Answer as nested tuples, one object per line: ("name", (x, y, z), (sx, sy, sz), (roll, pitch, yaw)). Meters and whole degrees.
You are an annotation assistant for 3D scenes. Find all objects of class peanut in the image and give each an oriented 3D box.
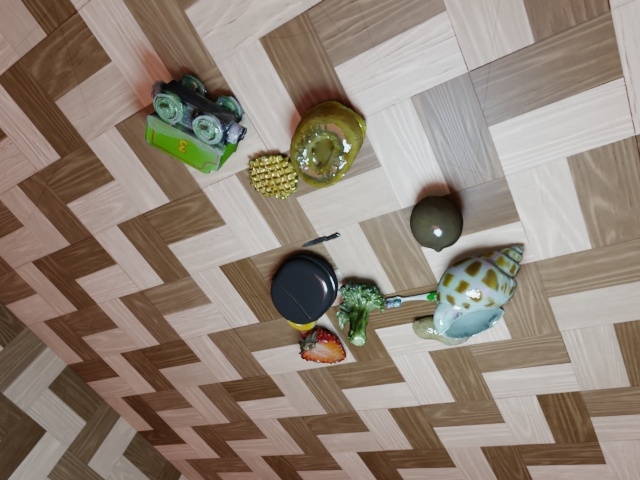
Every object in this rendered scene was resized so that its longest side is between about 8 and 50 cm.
("peanut", (0.458, 0.344, 1.715), (0.214, 0.090, 0.099), (11, 138, 14))

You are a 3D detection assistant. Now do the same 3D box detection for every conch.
("conch", (0.524, 0.166, 1.493), (0.367, 0.197, 0.249), (-33, 113, 33))

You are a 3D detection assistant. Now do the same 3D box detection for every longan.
("longan", (0.362, -0.053, 1.406), (0.189, 0.189, 0.189), (9, 127, 12))

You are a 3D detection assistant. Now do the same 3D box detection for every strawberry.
("strawberry", (0.014, 0.444, 1.938), (0.190, 0.111, 0.236), (-33, 134, 23))

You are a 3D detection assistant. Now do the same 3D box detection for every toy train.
("toy train", (-0.397, -0.362, 1.435), (0.307, 0.174, 0.249), (27, 135, -3))

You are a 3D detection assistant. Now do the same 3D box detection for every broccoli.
("broccoli", (0.116, 0.275, 1.662), (0.198, 0.275, 0.177), (-19, 120, 41))

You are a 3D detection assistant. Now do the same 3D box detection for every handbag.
("handbag", (-0.071, 0.188, 1.737), (0.253, 0.093, 0.308), (42, 123, 7))

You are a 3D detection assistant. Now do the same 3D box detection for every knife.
("knife", (0.000, 0.000, 1.665), (0.170, 0.010, 0.023), (-19, 118, 31))

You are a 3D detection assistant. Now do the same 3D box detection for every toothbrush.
("toothbrush", (0.442, 0.204, 1.656), (0.417, 0.040, 0.042), (-11, 114, 20))

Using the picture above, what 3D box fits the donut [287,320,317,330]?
("donut", (-0.083, 0.317, 1.897), (0.151, 0.058, 0.152), (8, 128, 10))

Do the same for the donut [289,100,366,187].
("donut", (0.012, -0.288, 1.376), (0.208, 0.128, 0.262), (25, 127, 0))

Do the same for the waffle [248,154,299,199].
("waffle", (-0.160, -0.217, 1.541), (0.190, 0.038, 0.191), (9, 127, 12))
